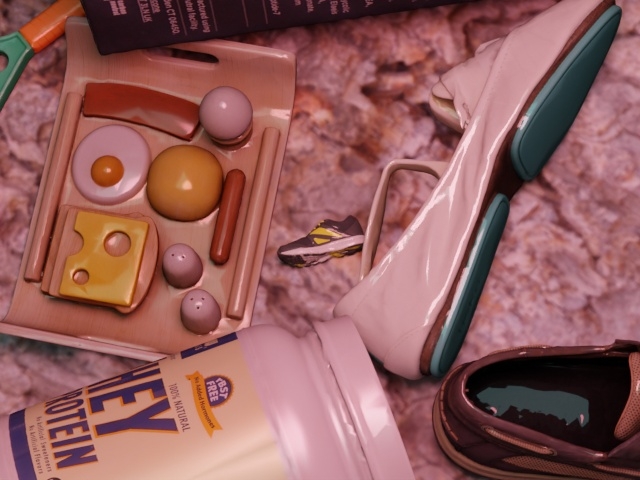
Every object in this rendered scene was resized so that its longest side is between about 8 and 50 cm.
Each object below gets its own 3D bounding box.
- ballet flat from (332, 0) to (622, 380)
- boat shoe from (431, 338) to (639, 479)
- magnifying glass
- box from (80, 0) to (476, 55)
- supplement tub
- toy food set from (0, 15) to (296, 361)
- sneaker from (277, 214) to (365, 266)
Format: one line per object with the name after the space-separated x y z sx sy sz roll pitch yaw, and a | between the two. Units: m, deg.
0.130 -0.071 1.718 0.139 0.139 0.400 26 80 10 | ballet flat
0.273 0.152 1.637 0.355 0.130 0.132 -2 73 2 | boat shoe
-0.296 -0.173 1.816 0.231 0.026 0.092 -37 75 -9 | magnifying glass
-0.011 -0.464 1.719 0.472 0.297 0.480 -8 64 2 | box
-0.095 0.208 1.583 0.325 0.235 0.235 -20 73 -4 | supplement tub
-0.155 -0.041 1.734 0.220 0.092 0.306 10 73 5 | toy food set
0.000 0.000 1.750 0.083 0.031 0.035 -10 67 -10 | sneaker
